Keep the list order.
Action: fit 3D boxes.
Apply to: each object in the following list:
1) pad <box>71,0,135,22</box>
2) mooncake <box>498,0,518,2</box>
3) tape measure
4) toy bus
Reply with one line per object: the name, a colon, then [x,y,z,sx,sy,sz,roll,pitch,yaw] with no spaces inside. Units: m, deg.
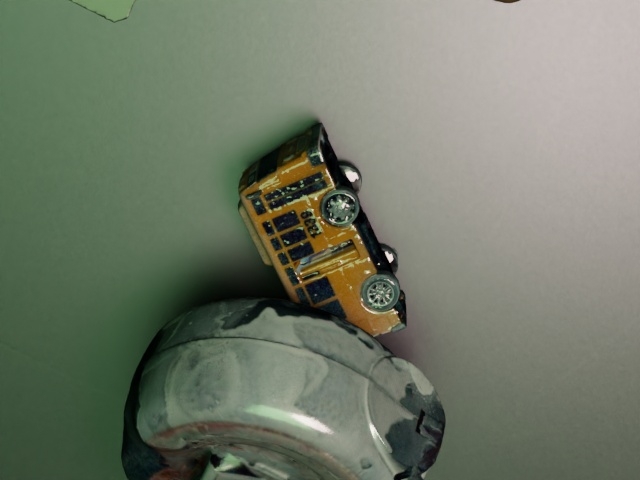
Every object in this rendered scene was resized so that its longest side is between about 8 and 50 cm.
pad: [-0.185,-0.276,1.567,0.112,0.003,0.157,27,105,-6]
mooncake: [0.160,-0.303,1.490,0.228,0.124,0.228,0,105,2]
tape measure: [-0.034,0.174,1.574,0.275,0.147,0.256,20,139,-6]
toy bus: [0.000,0.000,1.599,0.103,0.091,0.182,-23,107,10]
